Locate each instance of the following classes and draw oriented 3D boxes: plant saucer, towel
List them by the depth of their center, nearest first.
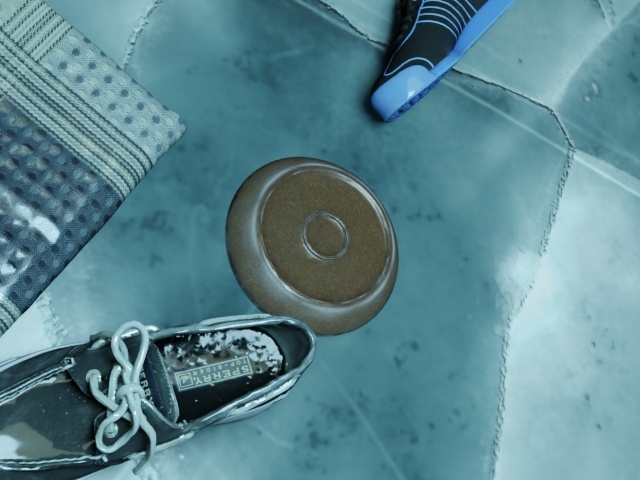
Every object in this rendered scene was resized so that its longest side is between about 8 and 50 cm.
[{"bbox_3d":[-0.316,-0.093,0.961,0.324,0.056,0.312,42,62,-9],"label":"towel"},{"bbox_3d":[0.000,0.000,1.085,0.168,0.029,0.168,9,69,-23],"label":"plant saucer"}]

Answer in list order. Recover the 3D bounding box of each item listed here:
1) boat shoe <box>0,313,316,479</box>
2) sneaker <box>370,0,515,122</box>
[{"bbox_3d":[-0.143,0.119,0.926,0.306,0.105,0.113,-7,75,-28],"label":"boat shoe"},{"bbox_3d":[0.101,-0.204,1.183,0.090,0.081,0.232,44,52,-2],"label":"sneaker"}]
